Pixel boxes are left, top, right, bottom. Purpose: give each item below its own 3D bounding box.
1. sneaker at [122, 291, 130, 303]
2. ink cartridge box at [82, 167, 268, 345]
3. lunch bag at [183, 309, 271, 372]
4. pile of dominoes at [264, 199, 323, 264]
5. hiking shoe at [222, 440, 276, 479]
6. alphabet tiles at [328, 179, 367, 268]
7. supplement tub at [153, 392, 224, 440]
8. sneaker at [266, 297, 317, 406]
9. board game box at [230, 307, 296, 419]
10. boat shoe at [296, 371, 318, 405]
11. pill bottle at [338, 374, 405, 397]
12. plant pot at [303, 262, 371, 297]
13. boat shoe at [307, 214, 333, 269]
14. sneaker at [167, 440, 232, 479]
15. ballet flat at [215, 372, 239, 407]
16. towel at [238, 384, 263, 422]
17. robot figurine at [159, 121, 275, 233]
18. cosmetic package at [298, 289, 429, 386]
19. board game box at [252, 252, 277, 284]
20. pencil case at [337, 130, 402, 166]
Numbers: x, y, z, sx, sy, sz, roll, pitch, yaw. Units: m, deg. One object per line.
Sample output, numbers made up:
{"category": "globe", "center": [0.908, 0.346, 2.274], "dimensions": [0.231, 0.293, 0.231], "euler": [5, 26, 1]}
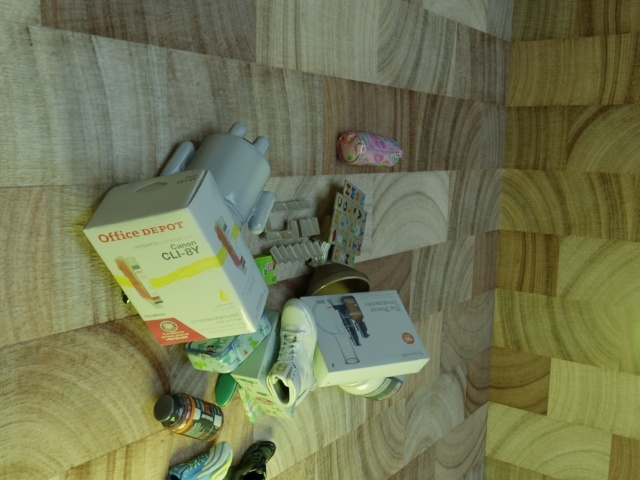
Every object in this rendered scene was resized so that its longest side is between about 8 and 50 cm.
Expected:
{"category": "sneaker", "center": [-0.460, 0.120, 1.590], "dimensions": [0.035, 0.031, 0.083], "euler": [36, 67, -51]}
{"category": "ink cartridge box", "center": [-0.329, 0.050, 1.524], "dimensions": [0.160, 0.279, 0.384], "euler": [-76, 150, -51]}
{"category": "lunch bag", "center": [-0.258, 0.266, 1.774], "dimensions": [0.219, 0.176, 0.090], "euler": [-45, 125, -43]}
{"category": "pile of dominoes", "center": [-0.098, -0.024, 2.046], "dimensions": [0.251, 0.040, 0.196], "euler": [-9, 87, -49]}
{"category": "hiking shoe", "center": [-0.196, 0.706, 1.983], "dimensions": [0.227, 0.114, 0.086], "euler": [-32, 121, -47]}
{"category": "alphabet tiles", "center": [0.102, -0.050, 2.274], "dimensions": [0.342, 0.011, 0.285], "euler": [24, 76, -67]}
{"category": "supplement tub", "center": [-0.356, 0.472, 1.732], "dimensions": [0.198, 0.106, 0.106], "euler": [40, 64, -50]}
{"category": "sneaker", "center": [-0.082, 0.325, 1.831], "dimensions": [0.169, 0.108, 0.292], "euler": [-38, 127, -65]}
{"category": "board game box", "center": [-0.143, 0.376, 1.949], "dimensions": [0.303, 0.097, 0.224], "euler": [63, 37, -48]}
{"category": "boat shoe", "center": [-0.044, 0.464, 2.172], "dimensions": [0.267, 0.096, 0.088], "euler": [-63, 140, -42]}
{"category": "pill bottle", "center": [0.162, 0.452, 2.300], "dimensions": [0.363, 0.210, 0.210], "euler": [41, 63, -61]}
{"category": "plant pot", "center": [0.045, 0.152, 2.177], "dimensions": [0.237, 0.237, 0.109], "euler": [34, 29, -51]}
{"category": "boat shoe", "center": [0.000, 0.000, 2.176], "dimensions": [0.072, 0.068, 0.190], "euler": [20, 78, -37]}
{"category": "sneaker", "center": [-0.343, 0.645, 1.793], "dimensions": [0.240, 0.091, 0.126], "euler": [-54, 135, -32]}
{"category": "ballet flat", "center": [-0.252, 0.384, 1.889], "dimensions": [0.068, 0.072, 0.213], "euler": [20, 79, -58]}
{"category": "towel", "center": [-0.201, 0.482, 2.016], "dimensions": [0.113, 0.023, 0.152], "euler": [-40, 127, -42]}
{"category": "robot figurine", "center": [-0.260, -0.135, 1.675], "dimensions": [0.300, 0.200, 0.353], "euler": [30, 66, -9]}
{"category": "cosmetic package", "center": [0.128, 0.308, 2.087], "dimensions": [0.377, 0.284, 0.097], "euler": [-2, 142, -28]}
{"category": "board game box", "center": [-0.204, 0.096, 1.925], "dimensions": [0.181, 0.043, 0.092], "euler": [-12, 105, -53]}
{"category": "pencil case", "center": [0.180, -0.326, 2.313], "dimensions": [0.284, 0.124, 0.124], "euler": [-3, 98, -53]}
